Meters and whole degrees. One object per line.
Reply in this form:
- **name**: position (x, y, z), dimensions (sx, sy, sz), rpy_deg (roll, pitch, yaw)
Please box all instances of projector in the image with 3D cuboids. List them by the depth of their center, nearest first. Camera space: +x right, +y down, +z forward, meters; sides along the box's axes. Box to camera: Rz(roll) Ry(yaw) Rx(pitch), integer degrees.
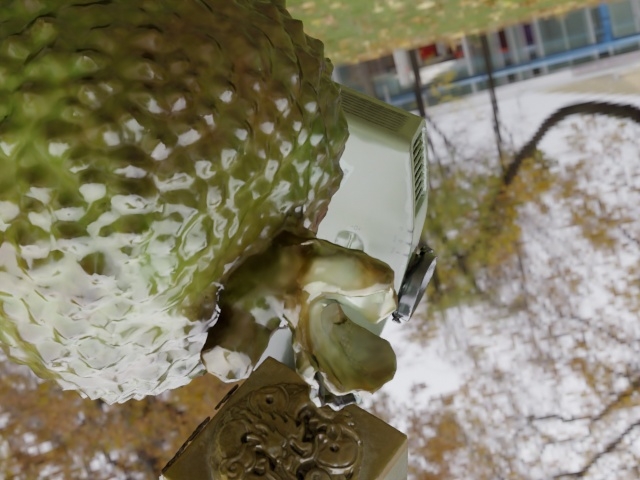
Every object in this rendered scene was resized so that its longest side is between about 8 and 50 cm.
- **projector**: position (0.000, 0.000, 0.978), dimensions (0.193, 0.269, 0.088), rpy_deg (24, -148, 10)

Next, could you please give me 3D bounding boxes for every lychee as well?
- **lychee**: position (-0.109, -0.037, 0.693), dimensions (0.270, 0.270, 0.320), rpy_deg (-18, -137, -16)

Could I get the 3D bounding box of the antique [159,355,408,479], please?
- **antique**: position (-0.027, 0.198, 0.938), dimensions (0.152, 0.148, 0.146), rpy_deg (27, -123, 22)
